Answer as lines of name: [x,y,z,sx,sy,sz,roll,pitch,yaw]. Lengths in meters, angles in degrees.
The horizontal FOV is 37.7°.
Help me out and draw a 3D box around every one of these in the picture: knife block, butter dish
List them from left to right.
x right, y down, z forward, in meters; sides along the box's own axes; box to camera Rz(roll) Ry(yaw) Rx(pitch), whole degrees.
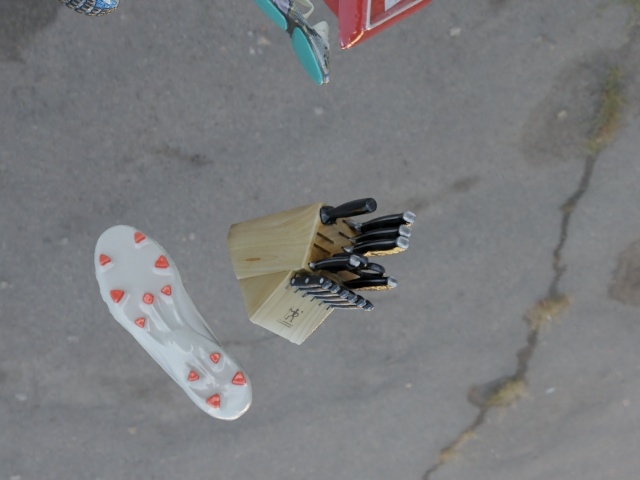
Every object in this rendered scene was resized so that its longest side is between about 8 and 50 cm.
knife block: [0.000,0.000,1.213,0.088,0.275,0.242,31,110,-31]
butter dish: [0.050,-0.320,1.043,0.160,0.118,0.159,-35,147,-28]

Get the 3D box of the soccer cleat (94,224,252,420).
soccer cleat: [-0.129,0.074,0.805,0.068,0.196,0.076,-35,170,-15]

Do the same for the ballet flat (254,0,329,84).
ballet flat: [-0.016,-0.192,0.833,0.041,0.114,0.041,-35,170,-7]

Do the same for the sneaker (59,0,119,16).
sneaker: [-0.358,-0.383,1.290,0.191,0.082,0.071,29,147,-22]
